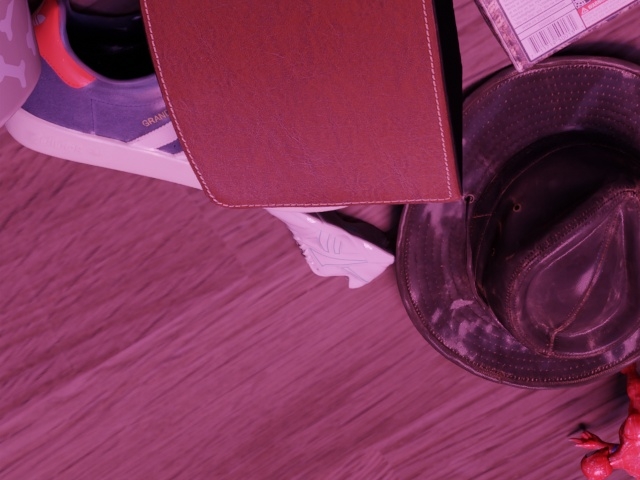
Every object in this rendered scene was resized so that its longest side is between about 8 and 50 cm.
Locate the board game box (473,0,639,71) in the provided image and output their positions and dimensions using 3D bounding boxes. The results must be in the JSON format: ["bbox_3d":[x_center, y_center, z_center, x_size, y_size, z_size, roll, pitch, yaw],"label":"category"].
[{"bbox_3d":[0.181,-0.326,1.520,0.232,0.141,0.291,-30,124,5],"label":"board game box"}]

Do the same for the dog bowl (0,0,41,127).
[{"bbox_3d":[-0.363,-0.108,1.404,0.349,0.349,0.102,-24,116,1],"label":"dog bowl"}]

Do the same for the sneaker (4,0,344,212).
[{"bbox_3d":[-0.083,-0.127,1.585,0.350,0.131,0.148,8,124,-19],"label":"sneaker"}]

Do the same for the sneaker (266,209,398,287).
[{"bbox_3d":[0.000,0.000,1.738,0.152,0.053,0.061,30,113,-29],"label":"sneaker"}]

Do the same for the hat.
[{"bbox_3d":[0.227,0.004,1.708,0.331,0.134,0.331,-2,109,-5],"label":"hat"}]

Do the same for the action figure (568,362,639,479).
[{"bbox_3d":[0.353,0.150,1.916,0.280,0.139,0.091,-30,124,-22],"label":"action figure"}]

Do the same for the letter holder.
[{"bbox_3d":[-0.013,-0.176,1.435,0.214,0.152,0.302,-4,139,8],"label":"letter holder"}]
